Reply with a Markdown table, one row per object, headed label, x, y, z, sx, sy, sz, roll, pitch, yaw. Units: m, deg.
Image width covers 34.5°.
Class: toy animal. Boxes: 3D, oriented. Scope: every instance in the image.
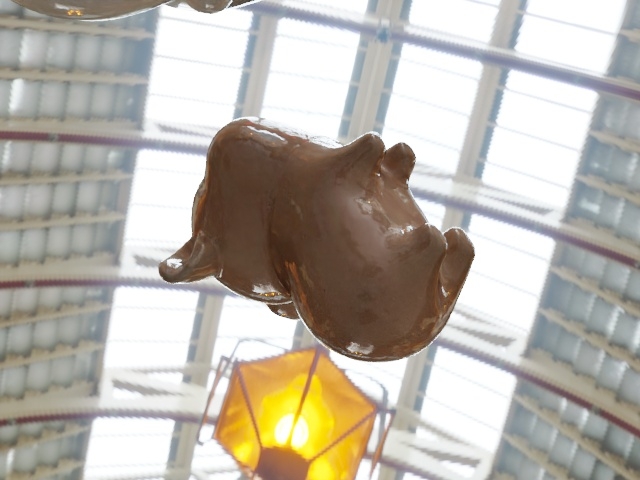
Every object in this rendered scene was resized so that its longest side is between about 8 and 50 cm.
| label | x | y | z | sx | sy | sz | roll | pitch | yaw |
| --- | --- | --- | --- | --- | --- | --- | --- | --- | --- |
| toy animal | 0.000 | 0.000 | 1.088 | 0.269 | 0.237 | 0.326 | -41 | -123 | 19 |

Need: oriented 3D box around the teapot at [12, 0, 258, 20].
| label | x | y | z | sx | sy | sz | roll | pitch | yaw |
| --- | --- | --- | --- | --- | --- | --- | --- | --- | --- |
| teapot | -0.042 | -0.204 | 0.496 | 0.139 | 0.298 | 0.204 | 38 | -33 | -7 |
